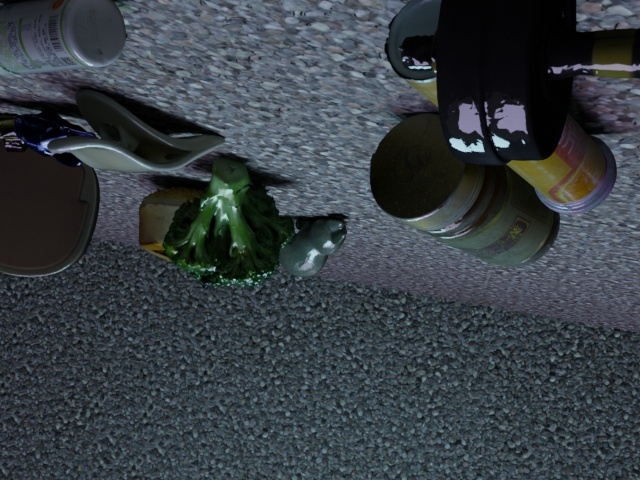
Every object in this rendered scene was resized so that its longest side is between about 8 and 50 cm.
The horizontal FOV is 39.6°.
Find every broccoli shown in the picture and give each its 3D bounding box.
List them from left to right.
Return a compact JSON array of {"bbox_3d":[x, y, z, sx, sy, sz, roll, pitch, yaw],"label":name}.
[{"bbox_3d":[-0.174,-0.050,1.760,0.254,0.269,0.269,7,171,0],"label":"broccoli"}]

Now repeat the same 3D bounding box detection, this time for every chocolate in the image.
[{"bbox_3d":[-0.533,-0.192,1.570,0.343,0.126,0.148,4,162,3],"label":"chocolate"}]

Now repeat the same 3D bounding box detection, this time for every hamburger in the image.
[{"bbox_3d":[-0.284,-0.034,2.074,0.302,0.170,0.302,11,167,3],"label":"hamburger"}]

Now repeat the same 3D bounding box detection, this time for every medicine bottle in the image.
[{"bbox_3d":[-0.318,-0.240,1.040,0.183,0.086,0.086,5,170,36],"label":"medicine bottle"},{"bbox_3d":[0.222,-0.061,1.297,0.151,0.151,0.322,4,169,39],"label":"medicine bottle"},{"bbox_3d":[0.213,-0.134,0.983,0.108,0.108,0.426,5,169,36],"label":"medicine bottle"}]

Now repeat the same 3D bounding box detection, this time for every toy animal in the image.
[{"bbox_3d":[0.003,0.001,2.140,0.127,0.125,0.251,43,141,-20],"label":"toy animal"}]

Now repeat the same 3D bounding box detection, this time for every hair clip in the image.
[{"bbox_3d":[-0.316,-0.159,1.473,0.172,0.113,0.282,5,170,37],"label":"hair clip"}]

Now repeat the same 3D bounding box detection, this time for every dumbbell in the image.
[{"bbox_3d":[0.244,-0.140,0.665,0.388,0.185,0.185,6,170,26],"label":"dumbbell"}]

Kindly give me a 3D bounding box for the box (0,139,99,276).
[{"bbox_3d":[-0.600,-0.073,1.875,0.300,0.301,0.216,12,179,-6],"label":"box"}]
